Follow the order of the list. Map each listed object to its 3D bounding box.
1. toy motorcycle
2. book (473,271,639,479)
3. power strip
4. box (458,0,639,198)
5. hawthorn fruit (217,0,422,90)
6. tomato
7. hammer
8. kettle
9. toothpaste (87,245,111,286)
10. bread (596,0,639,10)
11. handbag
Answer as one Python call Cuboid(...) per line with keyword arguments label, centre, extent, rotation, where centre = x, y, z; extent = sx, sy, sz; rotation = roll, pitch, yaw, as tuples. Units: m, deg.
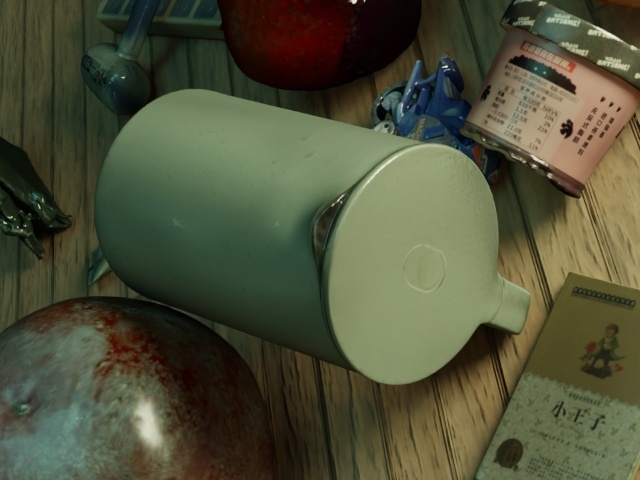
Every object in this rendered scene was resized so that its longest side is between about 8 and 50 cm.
Cuboid(label="toy motorcycle", centre=(0.115, -0.098, 1.283), extent=(0.114, 0.076, 0.205), rotation=(-31, 44, 12))
Cuboid(label="book", centre=(0.216, 0.128, 1.075), extent=(0.138, 0.016, 0.198), rotation=(16, 75, 47))
Cuboid(label="power strip", centre=(-0.161, -0.315, 1.704), extent=(0.367, 0.043, 0.106), rotation=(13, 74, 47))
Cuboid(label="box", centre=(0.204, -0.122, 1.160), extent=(0.151, 0.151, 0.135), rotation=(34, 97, 49))
Cuboid(label="hawthorn fruit", centre=(-0.013, -0.259, 1.422), extent=(0.250, 0.215, 0.215), rotation=(-17, 53, 43))
Cuboid(label="tomato", centre=(-0.199, 0.205, 1.229), extent=(0.317, 0.282, 0.316), rotation=(-15, 53, 21))
Cuboid(label="hammer", centre=(-0.239, -0.263, 1.690), extent=(0.116, 0.069, 0.194), rotation=(46, 117, 48))
Cuboid(label="kettle", centre=(-0.011, 0.008, 1.152), extent=(0.318, 0.265, 0.205), rotation=(14, 53, 46))
Cuboid(label="toothpaste", centre=(-0.201, -0.028, 1.557), extent=(0.218, 0.041, 0.064), rotation=(-40, 32, 20))
Cuboid(label="bread", centre=(0.309, -0.289, 1.149), extent=(0.314, 0.171, 0.192), rotation=(4, 70, 46))
Cuboid(label="handbag", centre=(-0.451, -0.112, 1.687), extent=(0.079, 0.247, 0.260), rotation=(-47, 40, 0))
